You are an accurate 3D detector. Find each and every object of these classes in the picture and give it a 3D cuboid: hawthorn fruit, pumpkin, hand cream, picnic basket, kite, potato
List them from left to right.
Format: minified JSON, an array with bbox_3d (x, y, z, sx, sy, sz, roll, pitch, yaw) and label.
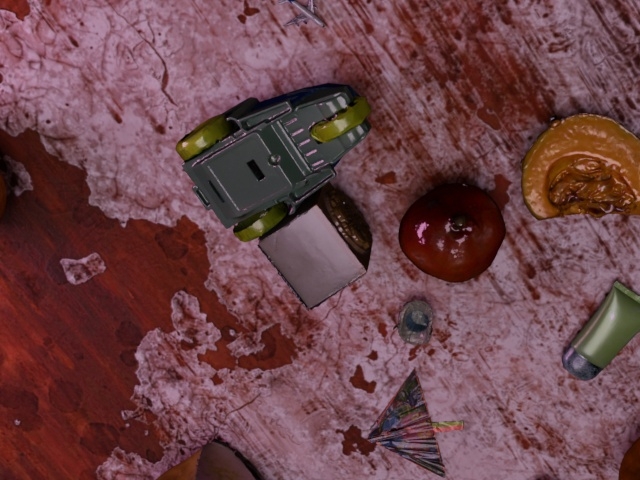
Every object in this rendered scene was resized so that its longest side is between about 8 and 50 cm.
[{"bbox_3d":[-0.246,0.530,1.741,0.229,0.229,0.266,44,116,-10],"label":"potato"},{"bbox_3d":[0.172,0.342,1.694,0.183,0.014,0.241,-8,109,11],"label":"kite"},{"bbox_3d":[0.161,0.144,1.577,0.065,0.083,0.083,10,111,11],"label":"picnic basket"},{"bbox_3d":[0.207,-0.010,1.448,0.169,0.188,0.169,0,91,4],"label":"hawthorn fruit"},{"bbox_3d":[0.481,0.159,1.555,0.095,0.046,0.175,33,107,-4],"label":"hand cream"},{"bbox_3d":[0.449,-0.115,1.425,0.278,0.111,0.163,1,97,10],"label":"pumpkin"}]

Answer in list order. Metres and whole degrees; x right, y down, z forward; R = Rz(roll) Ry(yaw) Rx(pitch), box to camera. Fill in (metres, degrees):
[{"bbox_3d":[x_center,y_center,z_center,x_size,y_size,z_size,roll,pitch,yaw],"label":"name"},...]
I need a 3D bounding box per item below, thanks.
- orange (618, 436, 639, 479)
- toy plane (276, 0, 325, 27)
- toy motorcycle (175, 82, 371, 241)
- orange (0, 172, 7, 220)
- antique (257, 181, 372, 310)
[{"bbox_3d":[0.616,0.422,1.537,0.248,0.249,0.183,-3,105,10],"label":"orange"},{"bbox_3d":[-0.026,-0.358,1.432,0.084,0.024,0.078,33,113,-12],"label":"toy plane"},{"bbox_3d":[-0.045,-0.156,1.437,0.326,0.200,0.191,-25,107,29],"label":"toy motorcycle"},{"bbox_3d":[-0.646,-0.077,1.530,0.239,0.240,0.240,3,113,8],"label":"orange"},{"bbox_3d":[0.000,0.000,1.507,0.148,0.152,0.147,-32,105,17],"label":"antique"}]
